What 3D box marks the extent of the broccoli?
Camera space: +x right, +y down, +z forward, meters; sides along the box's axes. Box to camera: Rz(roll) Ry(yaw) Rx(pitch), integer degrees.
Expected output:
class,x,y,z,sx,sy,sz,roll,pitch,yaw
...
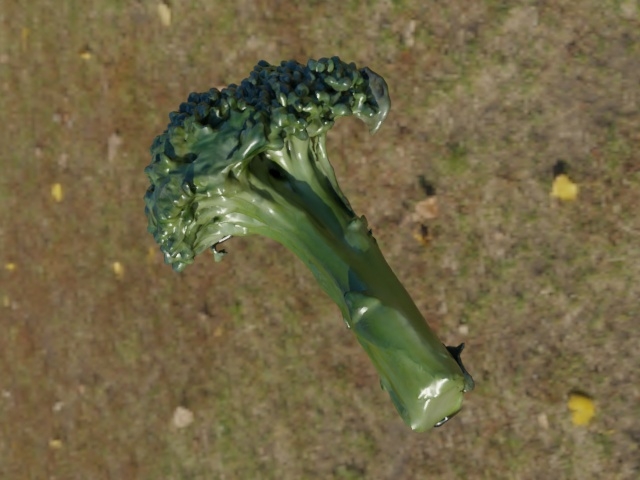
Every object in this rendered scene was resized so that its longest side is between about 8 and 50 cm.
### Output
class,x,y,z,sx,sy,sz,roll,pitch,yaw
broccoli,-0.001,0.002,0.537,0.204,0.122,0.118,49,151,27
